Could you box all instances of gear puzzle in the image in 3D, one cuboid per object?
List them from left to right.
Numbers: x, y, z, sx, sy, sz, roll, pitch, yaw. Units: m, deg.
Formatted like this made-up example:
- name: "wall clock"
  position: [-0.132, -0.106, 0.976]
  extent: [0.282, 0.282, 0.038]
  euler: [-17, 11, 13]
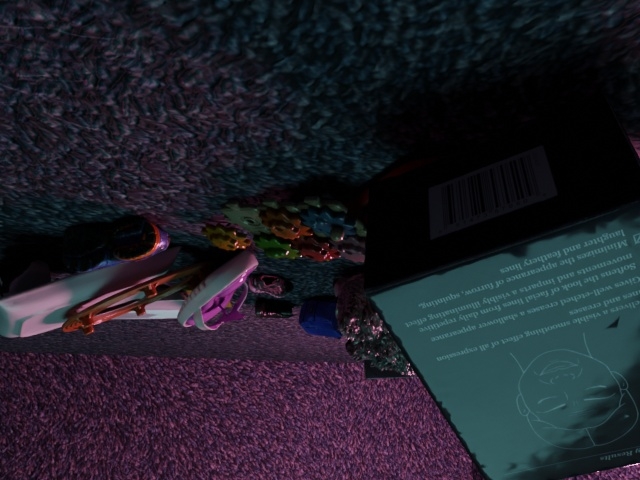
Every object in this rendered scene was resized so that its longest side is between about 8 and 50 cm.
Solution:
- name: "gear puzzle"
  position: [-0.071, -0.005, 1.116]
  extent: [0.338, 0.044, 0.175]
  euler: [0, 153, 37]

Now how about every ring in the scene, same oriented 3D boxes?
- name: "ring"
  position: [-0.362, 0.122, 1.434]
  extent: [0.336, 0.032, 0.336]
  euler: [-24, 175, -2]

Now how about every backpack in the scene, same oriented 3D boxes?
- name: "backpack"
  position: [0.000, 0.204, 1.909]
  extent: [0.120, 0.098, 0.101]
  euler: [0, 146, 30]

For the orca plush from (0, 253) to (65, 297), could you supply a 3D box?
- name: "orca plush"
  position: [-0.611, 0.070, 1.446]
  extent: [0.151, 0.102, 0.287]
  euler: [-46, 174, -3]

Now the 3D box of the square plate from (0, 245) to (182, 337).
- name: "square plate"
  position: [-0.472, 0.117, 1.407]
  extent: [0.347, 0.049, 0.344]
  euler: [-17, 172, -28]

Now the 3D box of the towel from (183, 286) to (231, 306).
- name: "towel"
  position: [-0.288, 0.144, 1.804]
  extent: [0.102, 0.021, 0.237]
  euler: [3, 165, -2]

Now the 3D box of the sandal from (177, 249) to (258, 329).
- name: "sandal"
  position: [-0.213, 0.138, 1.500]
  extent: [0.169, 0.102, 0.416]
  euler: [-35, 175, -21]

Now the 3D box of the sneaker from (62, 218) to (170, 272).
- name: "sneaker"
  position: [-0.357, 0.014, 1.213]
  extent: [0.221, 0.083, 0.087]
  euler: [-4, 173, 23]

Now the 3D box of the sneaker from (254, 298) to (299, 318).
- name: "sneaker"
  position: [-0.119, 0.190, 1.931]
  extent: [0.089, 0.051, 0.170]
  euler: [-4, 169, 11]

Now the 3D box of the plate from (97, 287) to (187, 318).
- name: "plate"
  position: [-0.466, 0.163, 1.807]
  extent: [0.277, 0.045, 0.278]
  euler: [-1, 165, -3]

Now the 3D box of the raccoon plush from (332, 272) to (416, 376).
- name: "raccoon plush"
  position: [0.228, 0.208, 1.607]
  extent: [0.446, 0.216, 0.299]
  euler: [18, 168, 12]

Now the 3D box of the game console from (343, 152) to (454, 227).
- name: "game console"
  position: [0.210, -0.043, 1.114]
  extent: [0.341, 0.060, 0.386]
  euler: [0, 166, -23]

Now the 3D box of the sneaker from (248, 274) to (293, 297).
- name: "sneaker"
  position: [-0.106, 0.101, 1.623]
  extent: [0.119, 0.047, 0.057]
  euler: [9, 150, -38]

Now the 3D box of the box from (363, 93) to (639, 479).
- name: "box"
  position: [0.268, 0.083, 0.833]
  extent: [0.293, 0.212, 0.395]
  euler: [-20, 123, 20]

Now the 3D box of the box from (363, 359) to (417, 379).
- name: "box"
  position: [0.316, 0.313, 1.899]
  extent: [0.394, 0.097, 0.318]
  euler: [-4, 177, 6]
